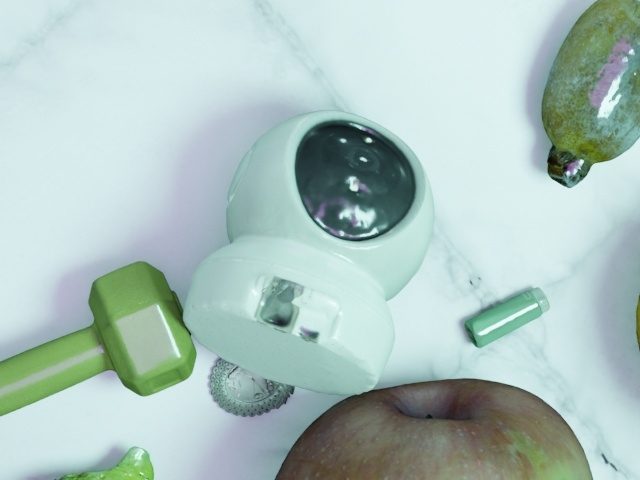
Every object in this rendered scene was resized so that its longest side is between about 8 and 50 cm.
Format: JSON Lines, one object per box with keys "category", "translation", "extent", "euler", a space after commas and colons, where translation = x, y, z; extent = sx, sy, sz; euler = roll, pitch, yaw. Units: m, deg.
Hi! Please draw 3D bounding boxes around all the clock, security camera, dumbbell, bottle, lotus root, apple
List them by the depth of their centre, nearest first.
{"category": "security camera", "translation": [0.000, 0.000, 1.324], "extent": [0.194, 0.194, 0.236], "euler": [27, 67, -13]}
{"category": "apple", "translation": [0.098, 0.252, 1.328], "extent": [0.306, 0.306, 0.235], "euler": [-3, 104, -10]}
{"category": "dumbbell", "translation": [-0.263, 0.124, 1.334], "extent": [0.302, 0.121, 0.108], "euler": [-23, 72, -6]}
{"category": "lotus root", "translation": [0.269, -0.141, 1.413], "extent": [0.113, 0.088, 0.192], "euler": [25, 92, -19]}
{"category": "clock", "translation": [-0.066, 0.134, 1.422], "extent": [0.083, 0.010, 0.074], "euler": [-18, 101, -7]}
{"category": "bottle", "translation": [0.184, 0.075, 1.452], "extent": [0.083, 0.030, 0.030], "euler": [-26, 101, -7]}

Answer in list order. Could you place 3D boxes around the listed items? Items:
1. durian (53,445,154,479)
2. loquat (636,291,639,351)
{"category": "durian", "translation": [-0.240, 0.302, 1.350], "extent": [0.250, 0.101, 0.139], "euler": [-31, 128, -26]}
{"category": "loquat", "translation": [0.428, 0.086, 1.386], "extent": [0.263, 0.263, 0.263], "euler": [-1, 98, -11]}
